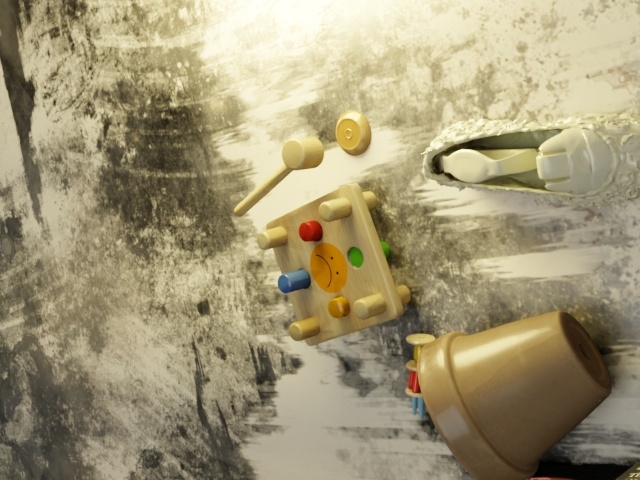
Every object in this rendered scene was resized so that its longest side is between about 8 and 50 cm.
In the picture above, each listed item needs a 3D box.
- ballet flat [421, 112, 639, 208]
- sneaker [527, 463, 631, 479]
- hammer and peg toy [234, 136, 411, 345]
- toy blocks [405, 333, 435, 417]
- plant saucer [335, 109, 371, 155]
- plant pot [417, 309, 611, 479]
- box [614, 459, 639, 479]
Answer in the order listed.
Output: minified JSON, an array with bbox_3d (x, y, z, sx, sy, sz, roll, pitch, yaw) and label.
[{"bbox_3d":[0.328,-0.115,1.569,0.409,0.147,0.147,2,102,41],"label":"ballet flat"},{"bbox_3d":[0.423,0.440,1.649,0.270,0.090,0.145,-8,97,43],"label":"sneaker"},{"bbox_3d":[0.000,0.000,1.902,0.266,0.127,0.361,-25,83,45],"label":"hammer and peg toy"},{"bbox_3d":[0.205,0.249,1.825,0.123,0.054,0.148,11,108,41],"label":"toy blocks"},{"bbox_3d":[0.055,-0.195,1.878,0.083,0.015,0.083,13,109,40],"label":"plant saucer"},{"bbox_3d":[0.316,0.223,1.611,0.229,0.263,0.263,-35,76,24],"label":"plant pot"},{"bbox_3d":[0.598,0.340,1.309,0.343,0.312,0.179,-12,92,43],"label":"box"}]
